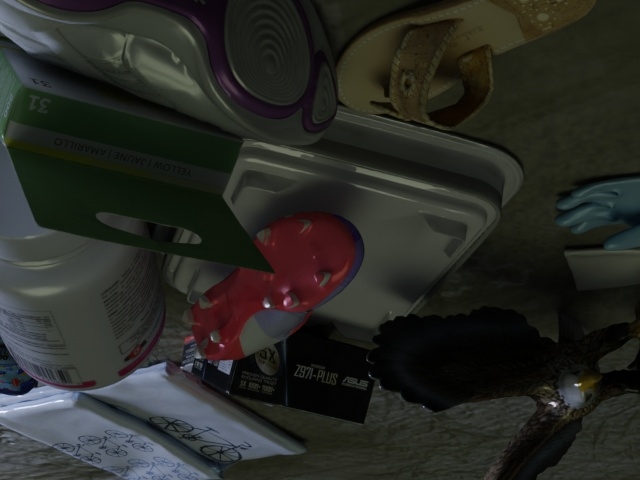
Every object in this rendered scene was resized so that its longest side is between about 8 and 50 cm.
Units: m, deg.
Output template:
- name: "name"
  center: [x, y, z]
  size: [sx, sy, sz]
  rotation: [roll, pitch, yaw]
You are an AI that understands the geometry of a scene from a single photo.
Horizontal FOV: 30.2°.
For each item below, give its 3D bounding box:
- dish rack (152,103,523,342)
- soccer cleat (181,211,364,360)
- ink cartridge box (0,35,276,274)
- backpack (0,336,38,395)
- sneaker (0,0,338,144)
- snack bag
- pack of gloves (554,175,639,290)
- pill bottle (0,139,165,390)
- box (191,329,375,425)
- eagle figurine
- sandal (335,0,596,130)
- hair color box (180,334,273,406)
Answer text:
- name: "dish rack"
  center: [0.000, 0.000, 1.084]
  size: [0.286, 0.072, 0.333]
  rotation: [13, 151, -12]
- name: "soccer cleat"
  center: [-0.029, 0.039, 1.025]
  size: [0.095, 0.083, 0.248]
  rotation: [-9, 160, -40]
- name: "ink cartridge box"
  center: [-0.135, -0.065, 0.827]
  size: [0.171, 0.235, 0.056]
  rotation: [12, 109, -30]
- name: "backpack"
  center: [-0.366, 0.109, 1.303]
  size: [0.158, 0.116, 0.173]
  rotation: [12, 153, -7]
- name: "sneaker"
  center: [-0.119, -0.156, 0.826]
  size: [0.305, 0.114, 0.152]
  rotation: [26, 166, -33]
- name: "snack bag"
  center: [-0.230, 0.263, 1.627]
  size: [0.343, 0.037, 0.323]
  rotation: [-14, 144, 32]
- name: "pack of gloves"
  center: [0.329, 0.007, 1.052]
  size: [0.232, 0.046, 0.195]
  rotation: [-5, 148, 20]
- name: "pill bottle"
  center: [-0.231, 0.010, 1.054]
  size: [0.160, 0.160, 0.283]
  rotation: [5, 151, 2]
- name: "box"
  center: [-0.040, 0.129, 1.240]
  size: [0.147, 0.077, 0.180]
  rotation: [16, 175, -16]
- name: "eagle figurine"
  center: [0.200, 0.152, 1.106]
  size: [0.298, 0.226, 0.225]
  rotation: [-23, 138, -7]
- name: "sandal"
  center: [0.090, -0.119, 0.842]
  size: [0.088, 0.079, 0.240]
  rotation: [28, 144, -33]
- name: "hair color box"
  center: [-0.085, 0.147, 1.384]
  size: [0.141, 0.043, 0.072]
  rotation: [28, 144, -35]
